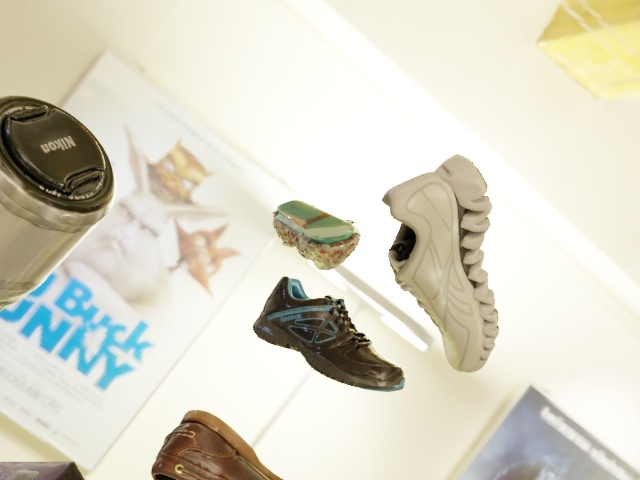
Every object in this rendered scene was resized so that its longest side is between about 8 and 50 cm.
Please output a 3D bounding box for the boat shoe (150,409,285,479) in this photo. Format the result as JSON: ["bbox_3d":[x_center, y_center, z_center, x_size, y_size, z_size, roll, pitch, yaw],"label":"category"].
[{"bbox_3d":[-0.055,0.235,0.771,0.207,0.073,0.073,39,-50,-7],"label":"boat shoe"}]

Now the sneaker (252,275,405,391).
[{"bbox_3d":[0.022,0.181,1.739,0.341,0.139,0.125,24,2,28],"label":"sneaker"}]

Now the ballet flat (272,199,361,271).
[{"bbox_3d":[0.000,0.000,1.298,0.241,0.091,0.077,-142,-142,-66],"label":"ballet flat"}]

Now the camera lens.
[{"bbox_3d":[-0.439,-0.050,1.273,0.219,0.274,0.219,34,32,-25],"label":"camera lens"}]

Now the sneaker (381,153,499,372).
[{"bbox_3d":[0.140,0.041,1.080,0.110,0.118,0.292,-126,-160,-57],"label":"sneaker"}]

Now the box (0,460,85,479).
[{"bbox_3d":[-0.461,0.428,1.255,0.184,0.261,0.103,-11,-66,30],"label":"box"}]
